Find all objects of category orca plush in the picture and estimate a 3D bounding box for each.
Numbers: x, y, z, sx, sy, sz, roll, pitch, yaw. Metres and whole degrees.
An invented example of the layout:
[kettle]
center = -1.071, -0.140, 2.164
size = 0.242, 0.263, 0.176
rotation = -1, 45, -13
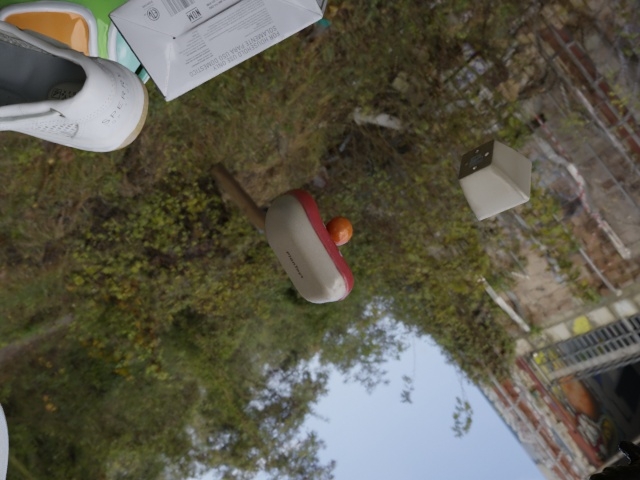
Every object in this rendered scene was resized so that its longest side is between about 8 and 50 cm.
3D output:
[orca plush]
center = 0.499, 0.384, 0.911
size = 0.287, 0.102, 0.151
rotation = -11, 137, 3

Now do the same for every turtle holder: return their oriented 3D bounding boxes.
[turtle holder]
center = -0.364, -0.345, 0.881
size = 0.244, 0.227, 0.320
rotation = -10, -158, -13

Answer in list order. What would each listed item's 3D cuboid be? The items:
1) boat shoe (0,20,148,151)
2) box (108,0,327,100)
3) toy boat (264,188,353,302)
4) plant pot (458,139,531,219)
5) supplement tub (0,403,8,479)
[boat shoe]
center = -0.277, -0.132, 0.424
size = 0.277, 0.098, 0.096
rotation = 7, 175, 6
[box]
center = -0.078, -0.262, 0.579
size = 0.169, 0.087, 0.290
rotation = -23, -151, 16
[toy boat]
center = 0.000, 0.000, 1.098
size = 0.151, 0.231, 0.151
rotation = -35, -171, -30
[plant pot]
center = 0.320, -0.123, 1.051
size = 0.109, 0.096, 0.109
rotation = -26, -147, 42
[supplement tub]
center = -0.464, 0.210, 0.449
size = 0.338, 0.207, 0.207
rotation = 2, 171, -9
